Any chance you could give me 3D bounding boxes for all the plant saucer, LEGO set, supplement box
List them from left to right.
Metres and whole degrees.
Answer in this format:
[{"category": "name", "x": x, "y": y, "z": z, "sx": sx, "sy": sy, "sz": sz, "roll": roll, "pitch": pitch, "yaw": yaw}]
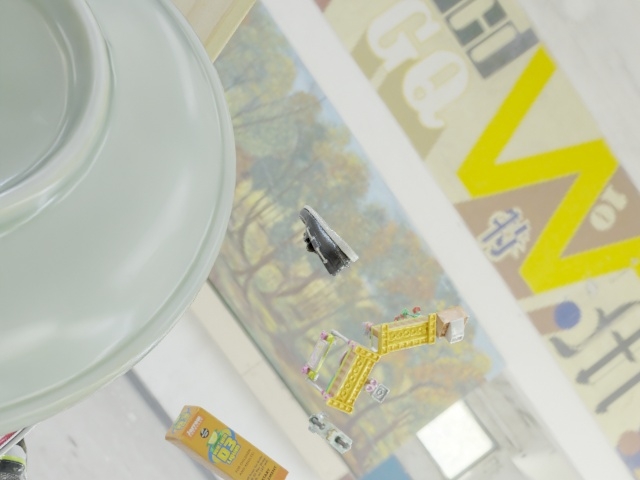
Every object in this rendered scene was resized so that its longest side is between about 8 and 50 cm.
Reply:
[{"category": "plant saucer", "x": -0.238, "y": -0.084, "z": 0.501, "sx": 0.400, "sy": 0.400, "sz": 0.100, "roll": 53, "pitch": -29, "yaw": 9}, {"category": "supplement box", "x": -0.176, "y": 0.407, "z": 1.608, "sx": 0.233, "sy": 0.078, "sz": 0.080, "roll": 39, "pitch": -25, "yaw": -17}, {"category": "LEGO set", "x": 0.075, "y": 0.162, "z": 1.235, "sx": 0.132, "sy": 0.287, "sz": 0.107, "roll": 54, "pitch": -15, "yaw": -29}]

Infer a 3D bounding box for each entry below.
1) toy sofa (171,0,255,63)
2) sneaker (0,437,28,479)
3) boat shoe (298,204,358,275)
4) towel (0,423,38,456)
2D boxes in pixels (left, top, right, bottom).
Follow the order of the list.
[{"category": "toy sofa", "x": -0.167, "y": -0.157, "z": 0.770, "sx": 0.177, "sy": 0.362, "sz": 0.150, "roll": 34, "pitch": -3, "yaw": -25}, {"category": "sneaker", "x": -0.624, "y": 0.435, "z": 1.712, "sx": 0.235, "sy": 0.084, "sz": 0.097, "roll": 141, "pitch": -42, "yaw": -57}, {"category": "boat shoe", "x": 0.000, "y": 0.000, "z": 0.963, "sx": 0.046, "sy": 0.038, "sz": 0.125, "roll": 47, "pitch": 0, "yaw": -40}, {"category": "towel", "x": -0.552, "y": 0.221, "z": 1.348, "sx": 0.329, "sy": 0.237, "sz": 0.037, "roll": 16, "pitch": -46, "yaw": 32}]
